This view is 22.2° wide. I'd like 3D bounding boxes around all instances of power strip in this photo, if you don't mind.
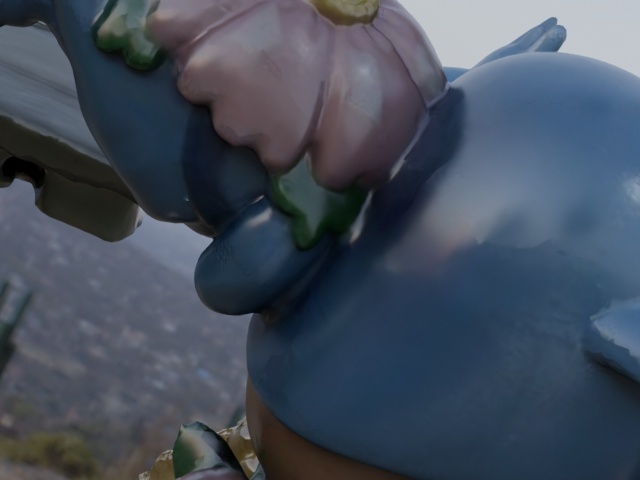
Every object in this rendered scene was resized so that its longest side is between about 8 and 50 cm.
[{"bbox_3d":[-0.140,-0.080,0.692,0.257,0.092,0.251,22,30,-11],"label":"power strip"}]

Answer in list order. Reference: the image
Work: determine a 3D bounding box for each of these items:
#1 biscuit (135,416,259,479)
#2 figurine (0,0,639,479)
[{"bbox_3d":[-0.017,0.140,0.406,0.033,0.219,0.220,32,-5,-40],"label":"biscuit"},{"bbox_3d":[-0.002,0.004,0.352,0.178,0.144,0.114,35,11,-5],"label":"figurine"}]
